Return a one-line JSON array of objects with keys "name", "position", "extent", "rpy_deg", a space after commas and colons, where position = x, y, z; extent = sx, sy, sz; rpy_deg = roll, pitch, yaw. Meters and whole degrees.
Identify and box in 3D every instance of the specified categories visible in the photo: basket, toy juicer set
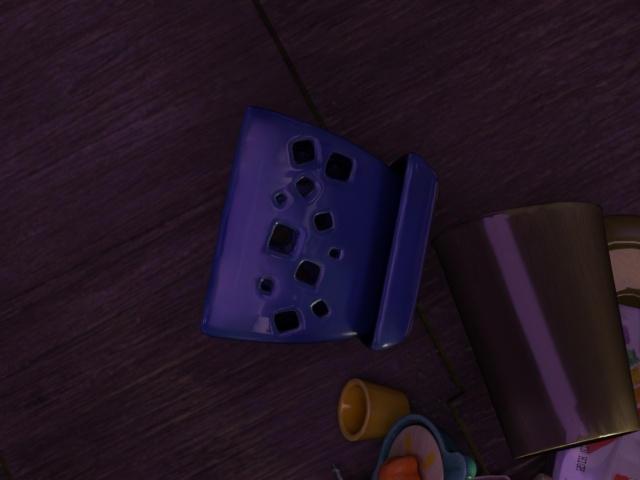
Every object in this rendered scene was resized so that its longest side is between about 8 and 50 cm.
[{"name": "basket", "position": [0.223, 0.092, 1.238], "extent": [0.154, 0.204, 0.227], "rpy_deg": [-27, 70, 45]}, {"name": "toy juicer set", "position": [0.093, 0.281, 1.275], "extent": [0.089, 0.329, 0.209], "rpy_deg": [8, 97, -28]}]

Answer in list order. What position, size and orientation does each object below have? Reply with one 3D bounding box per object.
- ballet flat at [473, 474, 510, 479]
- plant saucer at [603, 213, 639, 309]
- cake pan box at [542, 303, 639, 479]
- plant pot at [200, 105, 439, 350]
[{"name": "ballet flat", "position": [0.224, 0.295, 1.377], "extent": [0.232, 0.080, 0.073], "rpy_deg": [5, 60, 2]}, {"name": "plant saucer", "position": [0.338, 0.090, 1.388], "extent": [0.241, 0.037, 0.241], "rpy_deg": [0, 89, 5]}, {"name": "cake pan box", "position": [0.371, 0.206, 1.314], "extent": [0.246, 0.070, 0.266], "rpy_deg": [15, 79, 3]}, {"name": "plant pot", "position": [0.000, 0.000, 1.324], "extent": [0.212, 0.236, 0.236], "rpy_deg": [10, 89, -3]}]
